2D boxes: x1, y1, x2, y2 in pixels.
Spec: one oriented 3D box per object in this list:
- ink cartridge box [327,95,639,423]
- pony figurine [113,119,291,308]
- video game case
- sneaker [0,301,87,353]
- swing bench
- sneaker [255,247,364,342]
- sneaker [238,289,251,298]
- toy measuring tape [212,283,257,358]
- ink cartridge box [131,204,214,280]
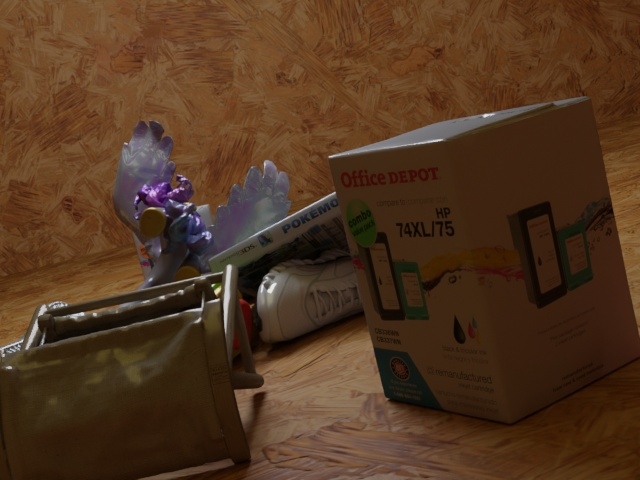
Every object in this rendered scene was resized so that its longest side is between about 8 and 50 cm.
[{"bbox_3d":[0.165,0.013,1.006,0.197,0.270,0.198,-19,9,-32],"label":"ink cartridge box"},{"bbox_3d":[-0.234,0.007,1.624,0.303,0.351,0.363,21,7,-3],"label":"pony figurine"},{"bbox_3d":[0.000,0.000,1.572,0.300,0.036,0.329,-28,-13,4],"label":"video game case"},{"bbox_3d":[-0.383,0.198,1.280,0.094,0.151,0.256,26,24,0],"label":"sneaker"},{"bbox_3d":[-0.206,0.149,1.077,0.253,0.165,0.254,-13,9,3],"label":"swing bench"},{"bbox_3d":[0.010,0.075,1.460,0.118,0.110,0.292,2,16,32],"label":"sneaker"},{"bbox_3d":[-0.112,0.041,1.883,0.130,0.109,0.286,-6,11,2],"label":"sneaker"},{"bbox_3d":[-0.130,0.090,1.418,0.121,0.121,0.330,-10,15,26],"label":"toy measuring tape"},{"bbox_3d":[-0.270,0.032,1.921,0.128,0.176,0.127,-12,8,12],"label":"ink cartridge box"}]
